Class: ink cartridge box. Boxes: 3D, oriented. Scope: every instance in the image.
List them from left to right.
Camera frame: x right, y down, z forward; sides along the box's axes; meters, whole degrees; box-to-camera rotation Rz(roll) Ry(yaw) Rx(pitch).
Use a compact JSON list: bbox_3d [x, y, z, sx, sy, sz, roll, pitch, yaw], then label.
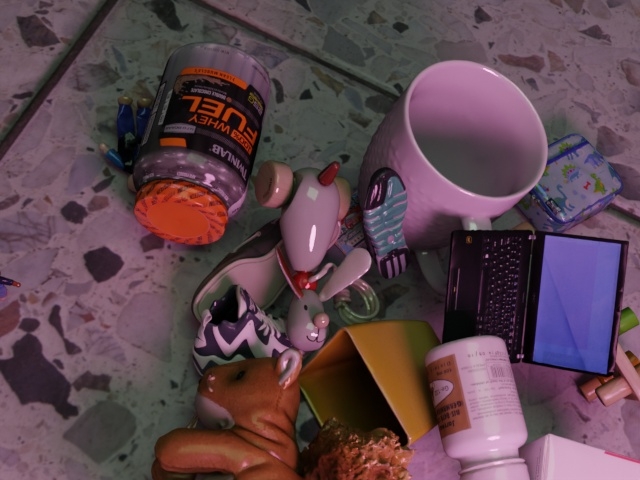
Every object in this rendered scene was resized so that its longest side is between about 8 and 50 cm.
[{"bbox_3d":[0.392,0.420,1.491,0.207,0.283,0.117,17,63,-7],"label":"ink cartridge box"}]

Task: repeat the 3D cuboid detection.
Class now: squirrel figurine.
[{"bbox_3d":[-0.062,0.362,1.417,0.396,0.281,0.371,11,46,1],"label":"squirrel figurine"}]

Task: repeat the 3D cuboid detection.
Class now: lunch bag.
[{"bbox_3d":[0.503,-0.119,1.920,0.218,0.090,0.176,-25,69,-27],"label":"lunch bag"}]

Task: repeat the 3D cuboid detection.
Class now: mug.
[{"bbox_3d":[0.220,-0.081,1.674,0.276,0.328,0.374,-2,67,-22],"label":"mug"}]

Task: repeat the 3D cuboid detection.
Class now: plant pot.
[{"bbox_3d":[0.118,0.250,1.557,0.187,0.212,0.212,-18,69,-35],"label":"plant pot"}]

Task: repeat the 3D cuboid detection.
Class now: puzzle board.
[{"bbox_3d":[0.064,-0.037,1.796,0.128,0.011,0.096,-37,77,-28],"label":"puzzle board"}]

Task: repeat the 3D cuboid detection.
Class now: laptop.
[{"bbox_3d":[0.347,0.106,1.507,0.264,0.136,0.235,0,98,-28],"label":"laptop"}]

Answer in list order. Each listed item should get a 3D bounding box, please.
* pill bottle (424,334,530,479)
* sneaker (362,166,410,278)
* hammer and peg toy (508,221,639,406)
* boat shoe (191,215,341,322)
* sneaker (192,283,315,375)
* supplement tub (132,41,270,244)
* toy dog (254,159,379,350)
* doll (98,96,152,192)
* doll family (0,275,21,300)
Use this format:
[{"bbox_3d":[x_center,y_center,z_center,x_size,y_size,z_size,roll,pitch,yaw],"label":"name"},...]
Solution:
[{"bbox_3d":[0.244,0.272,1.409,0.131,0.131,0.229,-3,67,-17],"label":"pill bottle"},{"bbox_3d":[0.096,-0.040,1.591,0.083,0.224,0.098,-21,40,-19],"label":"sneaker"},{"bbox_3d":[0.466,0.124,1.676,0.127,0.266,0.361,-31,79,2],"label":"hammer and peg toy"},{"bbox_3d":[-0.105,0.044,1.672,0.335,0.095,0.112,-37,113,-25],"label":"boat shoe"},{"bbox_3d":[-0.102,0.138,1.563,0.234,0.153,0.094,-6,37,-15],"label":"sneaker"},{"bbox_3d":[-0.218,-0.176,1.677,0.207,0.207,0.338,14,60,-8],"label":"supplement tub"},{"bbox_3d":[0.000,0.000,1.552,0.220,0.161,0.334,-16,79,-33],"label":"toy dog"},{"bbox_3d":[-0.351,-0.177,1.732,0.129,0.046,0.189,2,68,-25],"label":"doll"},{"bbox_3d":[-0.590,0.054,1.505,0.192,0.111,0.076,-1,63,-17],"label":"doll family"}]
